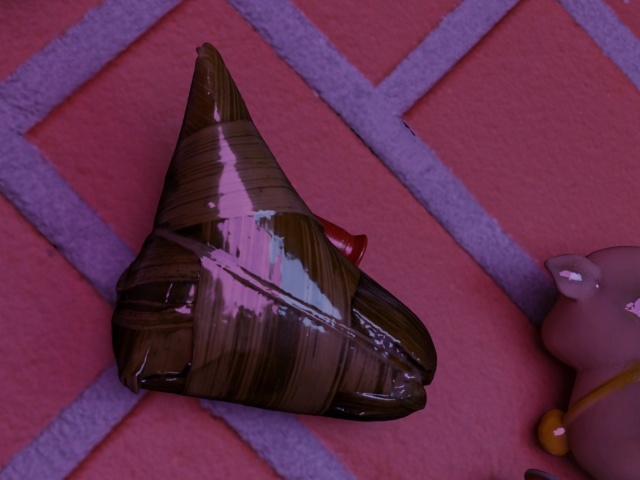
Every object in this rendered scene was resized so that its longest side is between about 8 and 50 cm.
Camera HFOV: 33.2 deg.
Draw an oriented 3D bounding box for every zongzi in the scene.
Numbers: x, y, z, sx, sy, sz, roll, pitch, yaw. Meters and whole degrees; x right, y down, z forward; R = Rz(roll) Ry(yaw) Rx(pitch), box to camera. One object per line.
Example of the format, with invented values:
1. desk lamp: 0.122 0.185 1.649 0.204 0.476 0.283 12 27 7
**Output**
1. zongzi: -0.017 0.002 0.913 0.285 0.134 0.288 12 91 -20

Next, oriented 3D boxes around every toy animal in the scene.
1. toy animal: 0.288 0.129 1.005 0.165 0.149 0.248 -8 89 -17

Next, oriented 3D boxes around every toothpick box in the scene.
1. toothpick box: 0.000 0.000 0.989 0.083 0.047 0.047 26 71 -11

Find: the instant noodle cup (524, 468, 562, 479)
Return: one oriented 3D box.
1. instant noodle cup: 0.185 0.322 0.930 0.168 0.168 0.185 46 77 -4
